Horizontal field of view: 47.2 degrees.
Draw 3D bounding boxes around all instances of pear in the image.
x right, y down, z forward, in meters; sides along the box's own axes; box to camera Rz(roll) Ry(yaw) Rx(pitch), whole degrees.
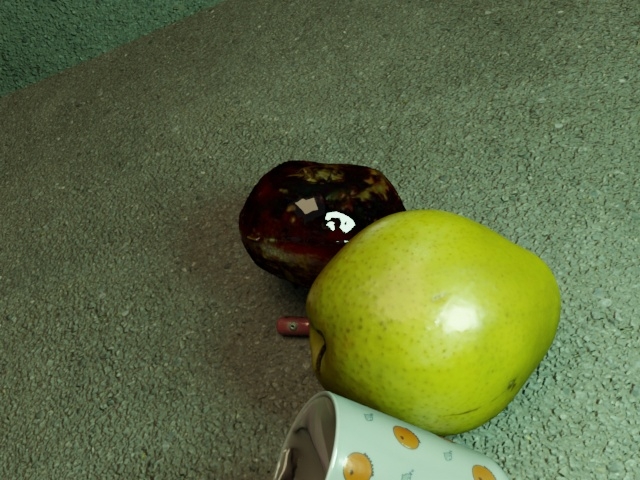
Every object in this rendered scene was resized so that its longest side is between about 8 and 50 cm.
[{"bbox_3d":[0.181,0.129,1.191,0.418,0.362,0.362,-4,45,-14],"label":"pear"}]

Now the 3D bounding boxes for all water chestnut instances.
[{"bbox_3d":[0.000,0.000,1.454,0.350,0.302,0.350,0,18,0],"label":"water chestnut"}]

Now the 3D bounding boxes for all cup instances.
[{"bbox_3d":[0.113,0.368,1.043,0.317,0.212,0.212,23,52,-14],"label":"cup"}]

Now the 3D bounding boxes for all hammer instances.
[{"bbox_3d":[-0.049,0.172,1.473,0.083,0.043,0.043,0,52,21],"label":"hammer"}]
